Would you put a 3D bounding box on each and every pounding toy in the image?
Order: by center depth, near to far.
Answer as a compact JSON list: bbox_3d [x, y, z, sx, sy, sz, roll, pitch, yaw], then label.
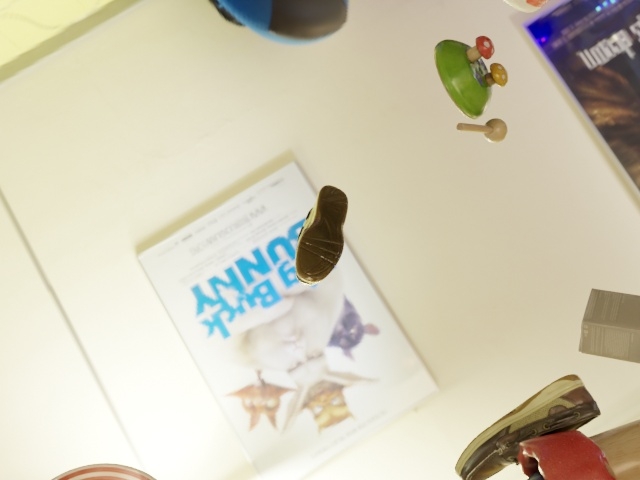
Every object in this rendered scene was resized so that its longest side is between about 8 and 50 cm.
[{"bbox_3d":[0.340,-0.337,1.524,0.110,0.237,0.182,-26,159,34],"label":"pounding toy"}]

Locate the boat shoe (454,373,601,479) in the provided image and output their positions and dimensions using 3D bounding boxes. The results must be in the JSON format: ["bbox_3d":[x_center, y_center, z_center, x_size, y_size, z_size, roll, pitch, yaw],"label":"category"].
[{"bbox_3d":[0.192,0.187,0.677,0.152,0.049,0.056,-46,138,17],"label":"boat shoe"}]

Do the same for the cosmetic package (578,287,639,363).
[{"bbox_3d":[0.695,0.192,1.566,0.237,0.107,0.127,12,-141,27],"label":"cosmetic package"}]

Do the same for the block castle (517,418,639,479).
[{"bbox_3d":[0.293,0.386,0.532,0.212,0.454,0.303,-18,-169,-2],"label":"block castle"}]

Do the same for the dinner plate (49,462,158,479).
[{"bbox_3d":[-0.167,0.241,0.551,0.141,0.141,0.017,-24,159,-39],"label":"dinner plate"}]

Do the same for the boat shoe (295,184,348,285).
[{"bbox_3d":[-0.001,-0.001,1.318,0.073,0.080,0.224,119,-11,-51],"label":"boat shoe"}]

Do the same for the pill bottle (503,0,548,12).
[{"bbox_3d":[0.405,-0.562,1.148,0.363,0.210,0.210,-41,167,37],"label":"pill bottle"}]
